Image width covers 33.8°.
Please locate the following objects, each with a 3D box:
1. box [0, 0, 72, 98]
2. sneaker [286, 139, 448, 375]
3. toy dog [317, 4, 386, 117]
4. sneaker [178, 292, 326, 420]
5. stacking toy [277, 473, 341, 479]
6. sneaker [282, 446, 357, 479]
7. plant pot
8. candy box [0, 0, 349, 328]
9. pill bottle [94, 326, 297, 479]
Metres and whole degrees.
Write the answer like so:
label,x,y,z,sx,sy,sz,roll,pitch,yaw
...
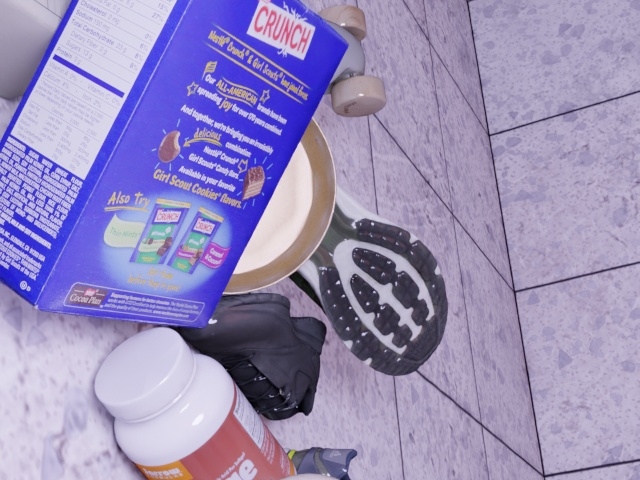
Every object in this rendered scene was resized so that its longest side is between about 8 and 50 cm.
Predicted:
label,x,y,z,sx,sy,sz,roll,pitch,yaw
box,-0.285,-0.228,0.817,0.311,0.121,0.148,31,49,-70
sneaker,0.000,0.000,1.295,0.410,0.158,0.182,47,-7,-21
toy dog,-0.053,-0.272,1.514,0.334,0.161,0.220,33,46,-39
sneaker,-0.066,0.136,1.205,0.286,0.109,0.130,31,54,-59
stacking toy,0.017,0.313,1.030,0.330,0.141,0.141,59,22,-69
sneaker,0.025,0.374,1.232,0.300,0.121,0.111,70,22,-13
plant pot,-0.101,-0.060,1.133,0.032,0.236,0.236,167,-93,-76
candy box,-0.134,-0.093,0.925,0.317,0.122,0.268,-61,156,4
pill bottle,-0.118,0.187,1.003,0.216,0.121,0.121,59,26,-34
